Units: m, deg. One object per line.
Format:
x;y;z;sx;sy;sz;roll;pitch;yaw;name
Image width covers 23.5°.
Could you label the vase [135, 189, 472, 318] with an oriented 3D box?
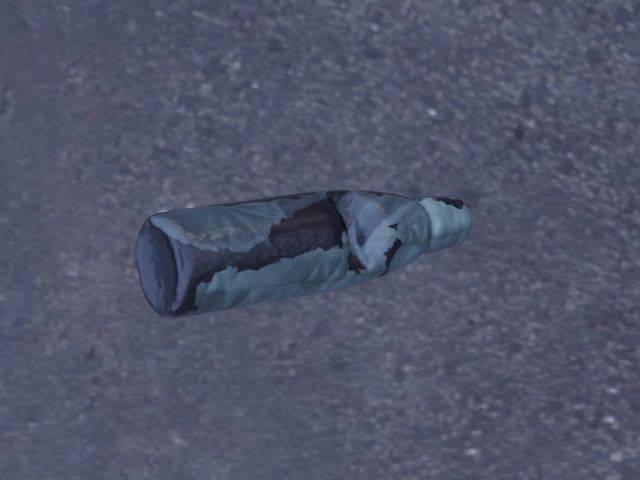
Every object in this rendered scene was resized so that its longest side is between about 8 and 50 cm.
0.000;0.000;0.880;0.060;0.211;0.060;21;116;53;vase
